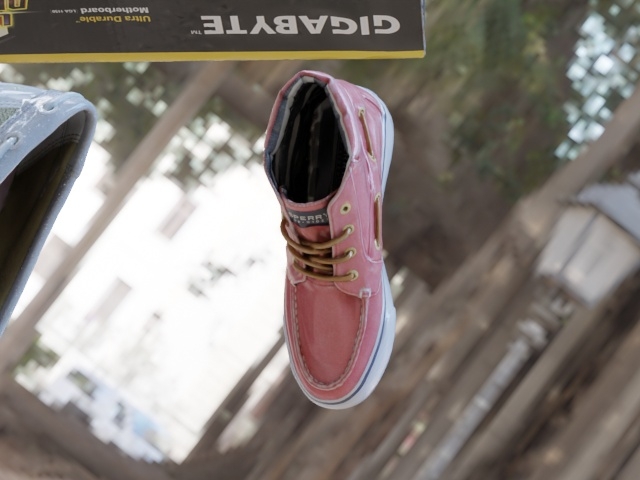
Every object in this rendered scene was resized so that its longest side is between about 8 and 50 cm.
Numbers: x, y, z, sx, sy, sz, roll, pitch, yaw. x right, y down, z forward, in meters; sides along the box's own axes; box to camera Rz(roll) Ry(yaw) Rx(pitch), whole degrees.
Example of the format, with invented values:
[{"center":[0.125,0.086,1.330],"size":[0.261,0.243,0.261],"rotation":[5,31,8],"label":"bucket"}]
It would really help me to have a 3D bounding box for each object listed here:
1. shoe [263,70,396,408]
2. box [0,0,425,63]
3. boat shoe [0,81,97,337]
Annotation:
[{"center":[0.000,0.000,0.986],"size":[0.063,0.178,0.081],"rotation":[2,-5,21],"label":"shoe"},{"center":[-0.073,-0.229,0.873],"size":[0.257,0.322,0.079],"rotation":[0,-34,5],"label":"box"},{"center":[-0.229,0.046,1.083],"size":[0.103,0.320,0.118],"rotation":[7,-27,29],"label":"boat shoe"}]
